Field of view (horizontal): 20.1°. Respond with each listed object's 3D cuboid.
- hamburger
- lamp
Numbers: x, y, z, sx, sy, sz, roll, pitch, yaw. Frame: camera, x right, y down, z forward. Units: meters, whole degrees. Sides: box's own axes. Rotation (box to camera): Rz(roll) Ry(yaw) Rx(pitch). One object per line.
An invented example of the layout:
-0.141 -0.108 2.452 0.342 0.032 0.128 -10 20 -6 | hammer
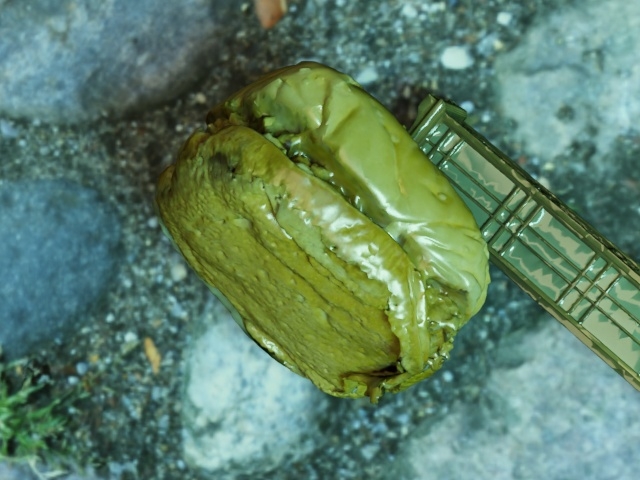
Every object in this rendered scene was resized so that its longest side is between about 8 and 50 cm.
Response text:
0.000 0.000 1.513 0.318 0.319 0.158 42 65 15 | hamburger
0.197 0.009 1.538 0.325 0.090 0.089 42 102 14 | lamp
